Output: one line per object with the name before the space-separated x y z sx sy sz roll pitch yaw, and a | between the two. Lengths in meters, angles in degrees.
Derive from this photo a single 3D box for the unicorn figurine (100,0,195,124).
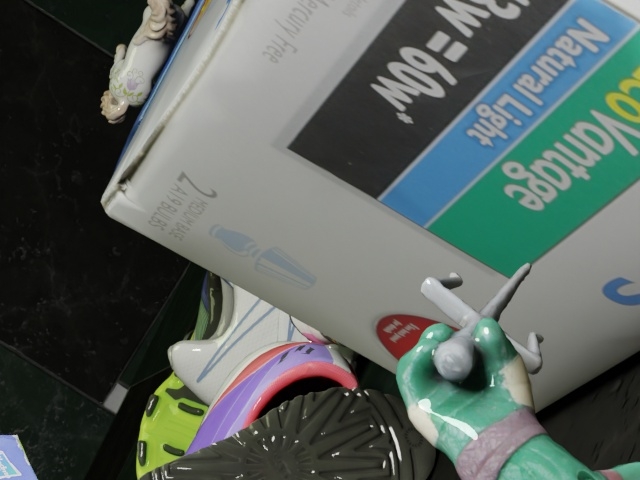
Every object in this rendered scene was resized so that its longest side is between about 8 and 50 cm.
unicorn figurine | -0.135 -0.162 1.576 0.111 0.060 0.162 -86 9 -71

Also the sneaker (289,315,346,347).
sneaker | 0.060 0.001 1.296 0.178 0.072 0.077 -59 33 -4

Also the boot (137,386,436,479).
boot | -0.050 0.154 1.109 0.208 0.190 0.076 119 136 -63

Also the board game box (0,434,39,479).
board game box | -0.111 0.267 0.628 0.233 0.078 0.347 -58 47 30

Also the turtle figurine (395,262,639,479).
turtle figurine | 0.116 0.059 0.470 0.175 0.118 0.234 -19 20 9

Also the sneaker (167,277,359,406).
sneaker | 0.000 0.000 1.398 0.297 0.129 0.111 -62 5 -6

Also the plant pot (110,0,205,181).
plant pot | -0.024 -0.107 1.619 0.236 0.212 0.236 -60 7 15

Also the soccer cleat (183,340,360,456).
soccer cleat | -0.071 0.204 1.252 0.318 0.109 0.116 -61 8 -11

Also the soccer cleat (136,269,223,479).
soccer cleat | -0.085 0.121 1.820 0.121 0.093 0.289 70 -146 -57

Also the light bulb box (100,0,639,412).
light bulb box | 0.111 -0.160 0.834 0.361 0.225 0.358 -65 8 -25
